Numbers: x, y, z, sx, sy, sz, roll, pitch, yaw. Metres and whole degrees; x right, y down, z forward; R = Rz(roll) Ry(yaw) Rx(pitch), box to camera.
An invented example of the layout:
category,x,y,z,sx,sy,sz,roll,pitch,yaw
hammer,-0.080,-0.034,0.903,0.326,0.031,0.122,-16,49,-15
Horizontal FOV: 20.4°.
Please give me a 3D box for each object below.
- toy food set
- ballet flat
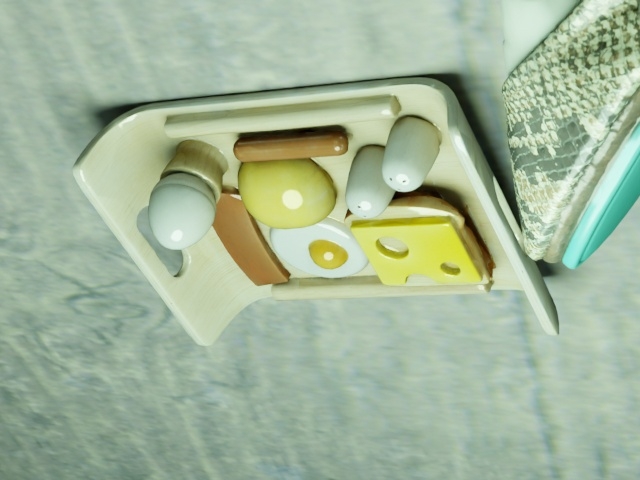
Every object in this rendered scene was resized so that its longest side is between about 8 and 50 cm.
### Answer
category,x,y,z,sx,sy,sz,roll,pitch,yaw
toy food set,0.000,0.000,1.274,0.306,0.092,0.220,-2,139,29
ballet flat,0.196,-0.179,0.912,0.182,0.164,0.483,43,139,5
